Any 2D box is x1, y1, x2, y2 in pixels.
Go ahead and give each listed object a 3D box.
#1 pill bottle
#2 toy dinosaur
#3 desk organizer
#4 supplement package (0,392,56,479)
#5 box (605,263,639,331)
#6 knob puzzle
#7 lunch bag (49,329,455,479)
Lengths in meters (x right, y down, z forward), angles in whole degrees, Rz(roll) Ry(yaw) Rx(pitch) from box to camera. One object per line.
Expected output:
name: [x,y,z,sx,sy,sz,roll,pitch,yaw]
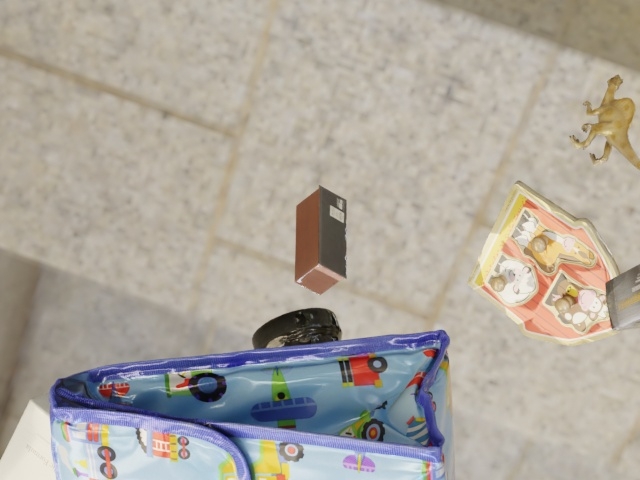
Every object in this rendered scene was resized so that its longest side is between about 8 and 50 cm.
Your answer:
pill bottle: [0.003,0.185,1.611,0.123,0.123,0.219,108,-33,-59]
toy dinosaur: [0.375,-0.141,2.047,0.093,0.053,0.183,-38,-134,33]
desk organizer: [0.000,0.000,2.001,0.050,0.047,0.130,-37,-142,37]
supplement package: [-0.320,0.318,1.952,0.244,0.139,0.134,-62,162,17]
box: [0.423,0.042,1.604,0.183,0.231,0.056,115,-32,-78]
knob puzzle: [0.274,0.050,1.871,0.030,0.213,0.213,-35,152,-45]
lunch bag: [-0.054,0.187,1.105,0.138,0.293,0.221,-79,166,-57]
